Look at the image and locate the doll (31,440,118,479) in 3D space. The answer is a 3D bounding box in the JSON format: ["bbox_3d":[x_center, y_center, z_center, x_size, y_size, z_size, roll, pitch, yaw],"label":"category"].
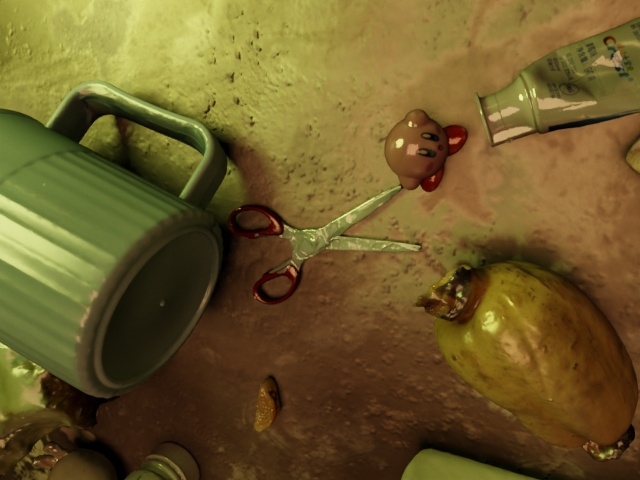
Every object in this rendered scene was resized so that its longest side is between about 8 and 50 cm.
[{"bbox_3d":[-0.433,0.499,0.879,0.155,0.113,0.275,-45,79,18],"label":"doll"}]

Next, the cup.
[{"bbox_3d":[-0.296,-0.007,0.588,0.311,0.331,0.257,26,140,14],"label":"cup"}]

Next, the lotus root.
[{"bbox_3d":[0.212,0.111,0.469,0.257,0.140,0.154,46,147,-5],"label":"lotus root"}]

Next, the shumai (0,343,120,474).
[{"bbox_3d":[-0.475,0.196,0.715,0.323,0.397,0.324,-14,124,-5],"label":"shumai"}]

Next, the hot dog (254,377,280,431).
[{"bbox_3d":[-0.077,0.252,0.691,0.034,0.030,0.090,16,112,16],"label":"hot dog"}]

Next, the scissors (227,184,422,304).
[{"bbox_3d":[0.000,0.000,0.590,0.247,0.017,0.144,-14,101,24],"label":"scissors"}]

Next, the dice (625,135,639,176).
[{"bbox_3d":[0.332,-0.070,0.386,0.091,0.094,0.093,42,116,1],"label":"dice"}]

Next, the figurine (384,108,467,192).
[{"bbox_3d":[0.102,-0.095,0.487,0.067,0.071,0.083,39,116,55],"label":"figurine"}]

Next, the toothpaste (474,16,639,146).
[{"bbox_3d":[0.275,-0.155,0.398,0.266,0.061,0.096,-18,58,26],"label":"toothpaste"}]

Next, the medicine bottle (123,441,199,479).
[{"bbox_3d":[-0.290,0.433,0.759,0.104,0.168,0.105,7,109,20],"label":"medicine bottle"}]

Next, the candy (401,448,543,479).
[{"bbox_3d":[0.270,0.397,0.531,0.358,0.145,0.208,6,110,21],"label":"candy"}]
